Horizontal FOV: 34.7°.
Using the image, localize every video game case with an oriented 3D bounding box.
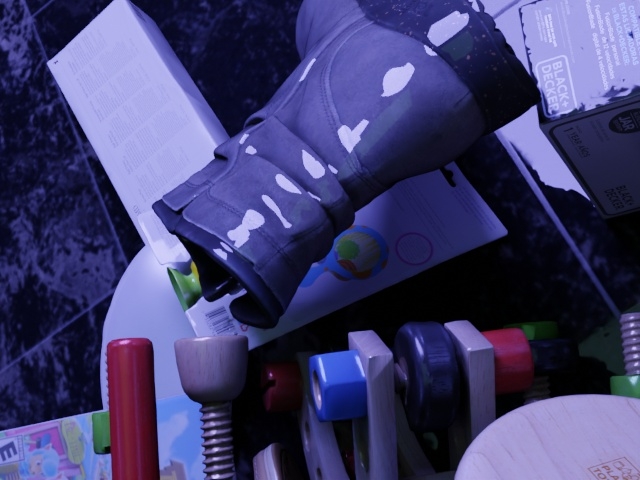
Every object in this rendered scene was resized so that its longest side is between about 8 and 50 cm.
[{"bbox_3d":[-0.144,0.225,0.715,0.193,0.023,0.212,-13,78,11],"label":"video game case"}]

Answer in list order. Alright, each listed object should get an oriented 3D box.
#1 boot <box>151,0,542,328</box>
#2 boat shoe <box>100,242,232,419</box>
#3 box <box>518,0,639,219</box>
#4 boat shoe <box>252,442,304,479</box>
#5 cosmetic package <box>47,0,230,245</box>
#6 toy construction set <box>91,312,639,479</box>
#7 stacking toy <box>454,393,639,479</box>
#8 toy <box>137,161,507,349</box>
[{"bbox_3d":[-0.021,-0.075,0.682,0.223,0.118,0.338,-40,16,-2],"label":"boot"},{"bbox_3d":[-0.110,0.129,0.788,0.096,0.088,0.267,-2,78,9],"label":"boat shoe"},{"bbox_3d":[0.285,-0.113,0.612,0.290,0.169,0.087,-15,65,25],"label":"box"},{"bbox_3d":[-0.033,0.231,0.727,0.059,0.063,0.170,-19,67,15],"label":"boat shoe"},{"bbox_3d":[-0.147,-0.100,0.898,0.099,0.060,0.239,-38,60,10],"label":"cosmetic package"},{"bbox_3d":[0.016,0.171,0.594,0.257,0.309,0.237,-14,77,52],"label":"toy construction set"},{"bbox_3d":[0.139,0.248,0.517,0.141,0.141,0.330,12,121,31],"label":"stacking toy"},{"bbox_3d":[0.000,0.000,0.764,0.237,0.056,0.137,-21,60,-18],"label":"toy"}]
